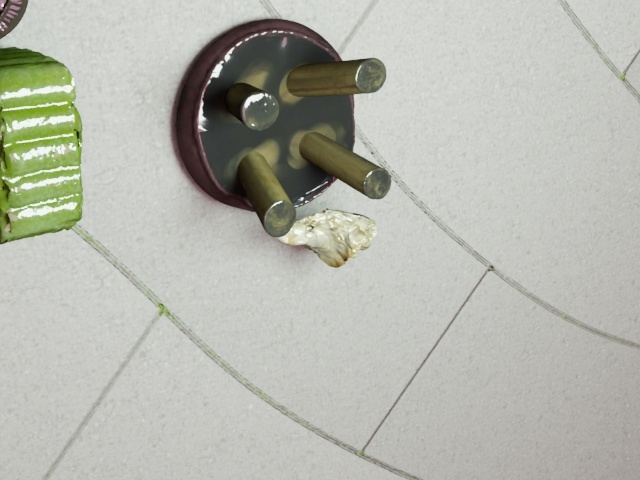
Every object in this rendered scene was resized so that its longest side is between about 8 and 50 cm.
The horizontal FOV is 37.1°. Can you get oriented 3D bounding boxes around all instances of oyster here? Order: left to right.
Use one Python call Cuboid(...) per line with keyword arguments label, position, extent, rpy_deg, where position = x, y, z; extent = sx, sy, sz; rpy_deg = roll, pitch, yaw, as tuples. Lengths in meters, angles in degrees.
Cuboid(label="oyster", position=(0.000, 0.000, 1.363), extent=(0.191, 0.163, 0.081), rpy_deg=(8, 78, -38))

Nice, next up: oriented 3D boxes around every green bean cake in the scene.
Cuboid(label="green bean cake", position=(-0.352, -0.114, 1.079), extent=(0.113, 0.214, 0.200), rpy_deg=(-10, 115, -34))

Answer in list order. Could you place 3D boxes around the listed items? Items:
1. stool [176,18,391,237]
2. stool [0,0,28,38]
Cuboid(label="stool", position=(-0.040, -0.147, 1.270), extent=(0.272, 0.178, 0.272), rpy_deg=(-12, 116, -27))
Cuboid(label="stool", position=(-0.361, -0.292, 1.055), extent=(0.217, 0.121, 0.125), rpy_deg=(-29, 121, -11))
